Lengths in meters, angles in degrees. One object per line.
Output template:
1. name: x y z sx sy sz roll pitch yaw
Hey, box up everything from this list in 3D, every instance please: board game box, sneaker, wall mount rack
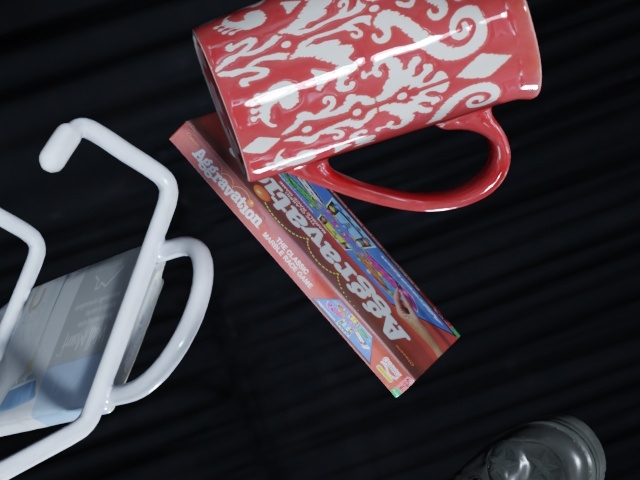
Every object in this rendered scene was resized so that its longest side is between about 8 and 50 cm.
1. board game box: 0.000 0.000 1.399 0.281 0.027 0.145 49 24 4
2. sneaker: 0.036 0.135 0.659 0.051 0.170 0.089 54 29 10
3. wall mount rack: -0.223 0.087 1.061 0.350 0.130 0.304 -19 -134 53

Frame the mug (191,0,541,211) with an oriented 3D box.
1. mug: 0.029 -0.087 0.914 0.113 0.169 0.150 94 -25 -77
